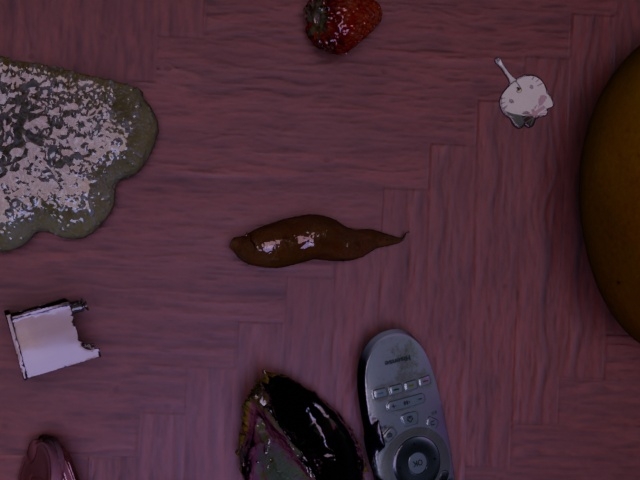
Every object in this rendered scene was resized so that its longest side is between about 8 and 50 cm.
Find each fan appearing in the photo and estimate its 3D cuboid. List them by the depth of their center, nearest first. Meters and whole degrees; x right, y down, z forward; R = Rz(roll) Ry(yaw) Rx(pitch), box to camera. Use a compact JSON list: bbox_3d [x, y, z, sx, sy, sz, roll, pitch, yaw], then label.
[{"bbox_3d":[0.214,-0.164,1.793,0.056,0.004,0.083,-37,92,-4],"label":"fan"}]

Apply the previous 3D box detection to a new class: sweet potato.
[{"bbox_3d":[0.000,0.000,1.751,0.194,0.056,0.056,-1,89,-11],"label":"sweet potato"}]

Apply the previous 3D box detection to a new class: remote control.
[{"bbox_3d":[0.090,0.220,1.752,0.097,0.045,0.256,-10,92,-25],"label":"remote control"}]

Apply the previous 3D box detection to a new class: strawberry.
[{"bbox_3d":[0.027,-0.232,1.751,0.083,0.073,0.073,-6,89,-29],"label":"strawberry"}]

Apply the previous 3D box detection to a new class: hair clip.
[{"bbox_3d":[-0.290,0.279,1.693,0.102,0.123,0.138,-23,97,-33],"label":"hair clip"}]

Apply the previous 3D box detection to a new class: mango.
[{"bbox_3d":[0.399,-0.045,1.707,0.263,0.221,0.378,-5,79,0],"label":"mango"}]

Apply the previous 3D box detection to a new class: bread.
[{"bbox_3d":[-0.318,-0.090,1.724,0.286,0.056,0.207,9,86,-3],"label":"bread"}]

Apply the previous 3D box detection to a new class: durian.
[{"bbox_3d":[-0.030,0.232,1.733,0.108,0.119,0.187,-40,79,33],"label":"durian"}]

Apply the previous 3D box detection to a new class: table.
[{"bbox_3d":[-0.278,0.097,1.709,0.082,0.083,0.070,-15,93,-12],"label":"table"}]
